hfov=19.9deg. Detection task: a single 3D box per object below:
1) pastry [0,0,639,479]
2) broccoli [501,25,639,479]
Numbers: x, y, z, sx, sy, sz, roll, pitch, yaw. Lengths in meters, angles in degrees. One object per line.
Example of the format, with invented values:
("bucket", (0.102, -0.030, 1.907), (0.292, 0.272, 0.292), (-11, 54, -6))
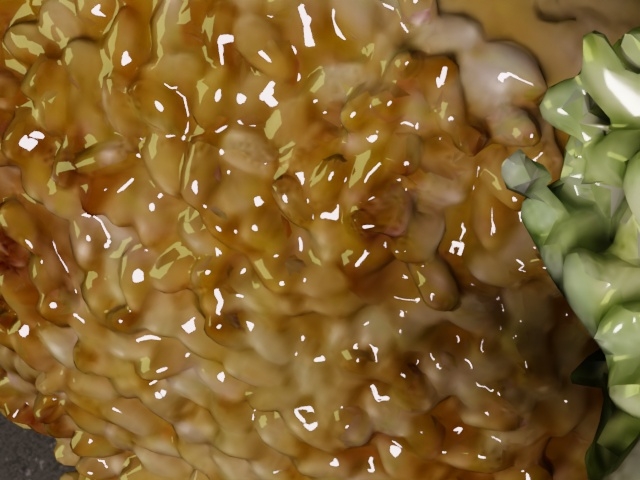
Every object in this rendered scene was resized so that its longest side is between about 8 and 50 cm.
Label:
("pastry", (0.000, 0.000, 0.753), (0.410, 0.409, 0.245), (112, -177, -46))
("broccoli", (0.121, 0.130, 0.434), (0.348, 0.280, 0.293), (-101, 21, -47))
